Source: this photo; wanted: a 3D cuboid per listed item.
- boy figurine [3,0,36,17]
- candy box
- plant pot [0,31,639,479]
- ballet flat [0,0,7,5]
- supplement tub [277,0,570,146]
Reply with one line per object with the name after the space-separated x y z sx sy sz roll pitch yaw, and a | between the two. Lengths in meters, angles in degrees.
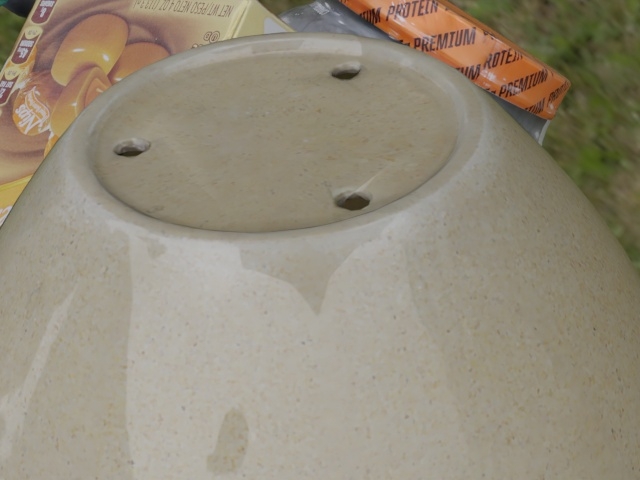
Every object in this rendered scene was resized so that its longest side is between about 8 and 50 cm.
-0.098 -0.253 1.162 0.285 0.092 0.177 -45 81 11 | boy figurine
-0.132 0.021 1.042 0.183 0.087 0.316 12 73 48 | candy box
-0.007 0.045 0.660 0.284 0.284 0.191 10 127 22 | plant pot
-0.162 -0.158 0.695 0.070 0.070 0.188 -17 78 18 | ballet flat
0.000 0.000 1.176 0.193 0.193 0.316 37 100 22 | supplement tub
